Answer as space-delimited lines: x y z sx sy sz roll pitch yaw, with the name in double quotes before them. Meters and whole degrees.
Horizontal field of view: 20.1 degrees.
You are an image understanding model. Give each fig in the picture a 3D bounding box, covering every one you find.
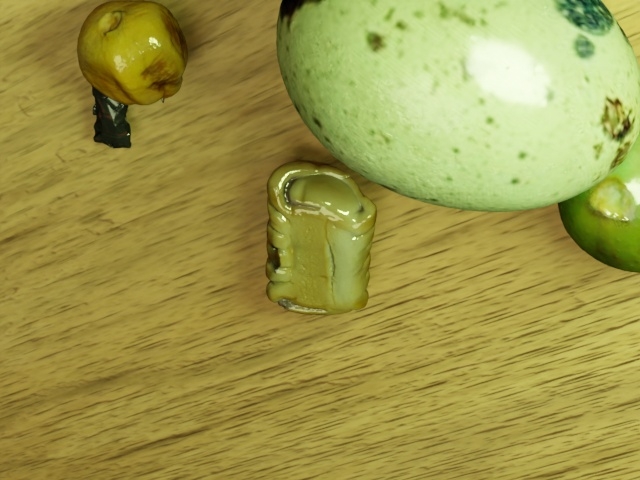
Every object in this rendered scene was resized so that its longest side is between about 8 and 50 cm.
"fig" 0.340 -0.049 1.933 0.181 0.191 0.181 4 98 30

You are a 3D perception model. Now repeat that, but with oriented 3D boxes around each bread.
"bread" 0.000 0.000 2.188 0.134 0.081 0.225 11 133 7

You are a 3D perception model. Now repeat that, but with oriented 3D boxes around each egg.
"egg" 0.140 -0.177 1.812 0.379 0.287 0.287 15 135 7

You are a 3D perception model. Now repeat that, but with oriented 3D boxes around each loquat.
"loquat" -0.212 -0.212 2.062 0.137 0.113 0.137 6 144 4

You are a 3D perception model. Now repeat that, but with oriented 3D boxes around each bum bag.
"bum bag" -0.252 -0.160 2.180 0.058 0.034 0.124 21 136 17
